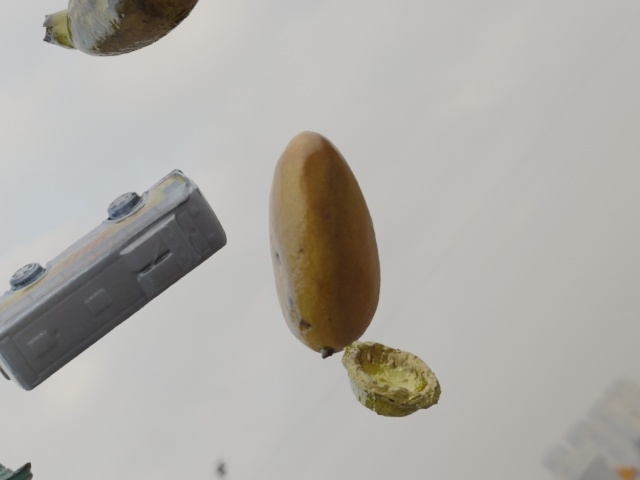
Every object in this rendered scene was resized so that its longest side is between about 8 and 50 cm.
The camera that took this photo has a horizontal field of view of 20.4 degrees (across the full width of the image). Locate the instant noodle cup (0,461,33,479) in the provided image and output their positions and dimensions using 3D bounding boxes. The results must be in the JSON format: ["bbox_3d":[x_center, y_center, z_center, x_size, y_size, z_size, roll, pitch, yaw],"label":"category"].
[{"bbox_3d":[-0.419,0.315,2.007,0.157,0.070,0.179,-32,-17,-52],"label":"instant noodle cup"}]

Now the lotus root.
[{"bbox_3d":[-0.160,-0.206,1.466,0.190,0.094,0.108,-39,39,47],"label":"lotus root"}]

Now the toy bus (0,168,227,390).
[{"bbox_3d":[-0.154,0.026,1.253,0.190,0.064,0.075,-37,21,-12],"label":"toy bus"}]

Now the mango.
[{"bbox_3d":[0.000,0.000,1.786,0.147,0.109,0.227,-44,-51,-68],"label":"mango"}]

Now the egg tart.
[{"bbox_3d":[0.061,0.129,1.614,0.105,0.105,0.039,-28,-39,-61],"label":"egg tart"}]
